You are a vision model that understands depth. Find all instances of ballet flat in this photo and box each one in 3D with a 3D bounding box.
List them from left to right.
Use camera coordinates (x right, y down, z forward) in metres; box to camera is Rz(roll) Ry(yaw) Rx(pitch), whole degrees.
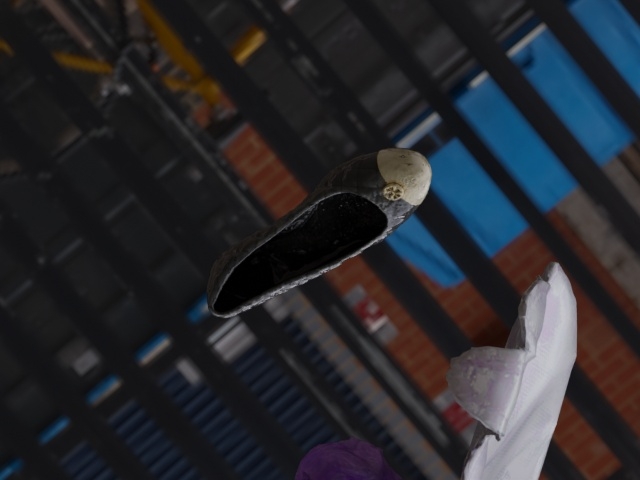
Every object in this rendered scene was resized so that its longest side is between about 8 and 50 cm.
[{"bbox_3d":[0.000,0.000,0.920,0.173,0.057,0.049,-34,-158,26],"label":"ballet flat"}]

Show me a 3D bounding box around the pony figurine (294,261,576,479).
[{"bbox_3d":[0.036,0.172,0.627,0.363,0.303,0.351,-3,174,16],"label":"pony figurine"}]
